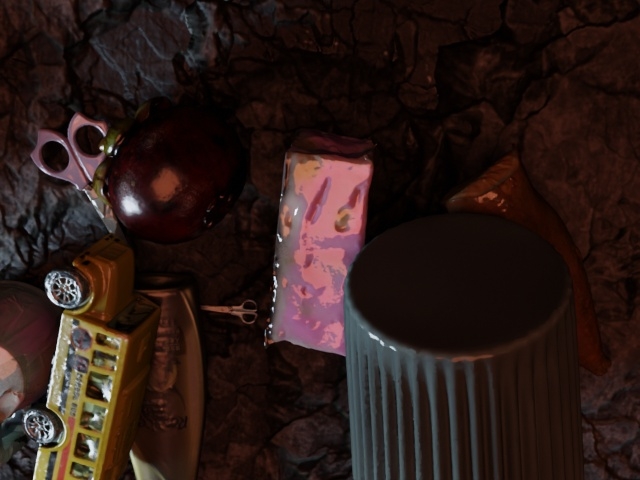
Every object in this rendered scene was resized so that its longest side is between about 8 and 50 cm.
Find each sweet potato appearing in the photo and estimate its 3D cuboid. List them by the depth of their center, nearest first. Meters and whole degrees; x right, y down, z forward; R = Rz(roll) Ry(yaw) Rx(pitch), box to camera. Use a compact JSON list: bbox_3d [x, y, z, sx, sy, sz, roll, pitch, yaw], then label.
[{"bbox_3d":[0.280,0.041,1.264,0.131,0.131,0.336,-32,111,8],"label":"sweet potato"}]

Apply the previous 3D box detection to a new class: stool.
[{"bbox_3d":[0.167,0.166,1.158,0.297,0.297,0.330,-8,126,2],"label":"stool"}]

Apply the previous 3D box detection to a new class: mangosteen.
[{"bbox_3d":[-0.192,-0.090,1.212,0.200,0.200,0.199,0,105,0],"label":"mangosteen"}]

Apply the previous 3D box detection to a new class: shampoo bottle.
[{"bbox_3d":[-0.216,0.219,1.332,0.126,0.084,0.350,2,106,5],"label":"shampoo bottle"}]

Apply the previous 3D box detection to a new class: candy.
[{"bbox_3d":[0.000,0.000,1.235,0.116,0.155,0.265,6,105,3],"label":"candy"}]

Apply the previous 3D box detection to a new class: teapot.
[{"bbox_3d":[-0.433,0.176,1.269,0.163,0.178,0.221,26,105,-6],"label":"teapot"}]

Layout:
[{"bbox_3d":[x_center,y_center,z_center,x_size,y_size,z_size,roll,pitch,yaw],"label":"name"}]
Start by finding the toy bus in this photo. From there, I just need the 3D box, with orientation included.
[{"bbox_3d":[-0.281,0.164,1.228,0.123,0.121,0.335,21,113,10],"label":"toy bus"}]

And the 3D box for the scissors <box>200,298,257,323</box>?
[{"bbox_3d":[-0.127,0.095,1.337,0.083,0.006,0.036,5,107,-2],"label":"scissors"}]

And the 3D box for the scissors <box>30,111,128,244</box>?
[{"bbox_3d":[-0.296,-0.061,1.286,0.110,0.021,0.212,-22,104,8],"label":"scissors"}]
